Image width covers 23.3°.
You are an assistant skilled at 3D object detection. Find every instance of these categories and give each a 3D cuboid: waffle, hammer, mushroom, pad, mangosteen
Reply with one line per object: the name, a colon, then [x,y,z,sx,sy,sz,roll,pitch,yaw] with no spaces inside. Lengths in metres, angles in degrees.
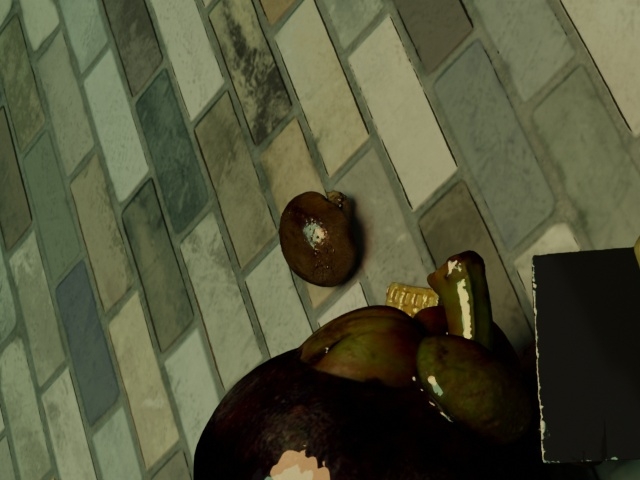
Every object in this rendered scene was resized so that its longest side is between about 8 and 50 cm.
waffle: [0.100,0.118,1.802,0.092,0.021,0.135,6,86,50]
hammer: [0.241,0.116,1.623,0.083,0.043,0.043,-39,54,36]
mushroom: [0.000,0.000,1.916,0.127,0.087,0.127,33,130,53]
pad: [0.345,0.098,1.412,0.300,0.005,0.202,-6,75,16]
mangosteen: [0.083,0.237,1.553,0.382,0.382,0.435,23,72,50]

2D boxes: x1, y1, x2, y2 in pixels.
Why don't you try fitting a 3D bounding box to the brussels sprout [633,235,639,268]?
brussels sprout: [0.413,0.055,1.257,0.247,0.328,0.328,-27,-50,-87]
